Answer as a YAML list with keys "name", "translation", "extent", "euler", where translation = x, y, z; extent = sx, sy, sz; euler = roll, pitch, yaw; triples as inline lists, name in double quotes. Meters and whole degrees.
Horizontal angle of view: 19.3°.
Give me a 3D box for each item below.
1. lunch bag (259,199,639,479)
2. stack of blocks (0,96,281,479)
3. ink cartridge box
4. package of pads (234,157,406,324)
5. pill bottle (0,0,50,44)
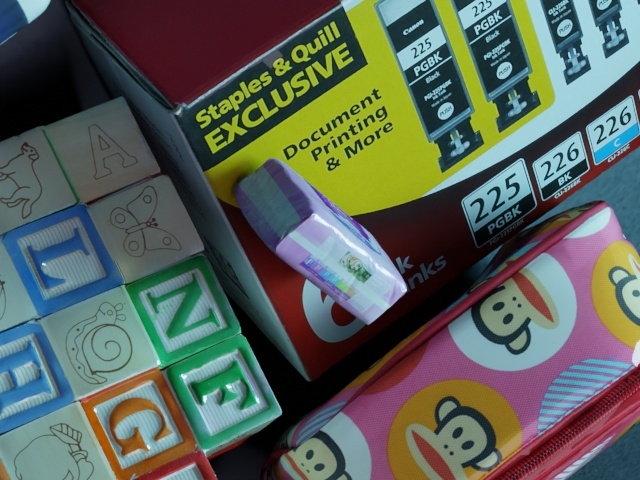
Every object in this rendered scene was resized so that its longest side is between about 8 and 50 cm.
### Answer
- name: "lunch bag"
  translation: [0.063, 0.102, 1.040]
  extent: [0.258, 0.120, 0.293]
  euler: [-36, 175, -7]
- name: "stack of blocks"
  translation: [-0.110, 0.103, 0.882]
  extent: [0.171, 0.297, 0.087]
  euler: [-23, 170, -21]
- name: "ink cartridge box"
  translation: [0.046, -0.129, 0.944]
  extent: [0.309, 0.130, 0.272]
  euler: [-35, 135, -10]
- name: "package of pads"
  translation: [0.000, 0.000, 0.875]
  extent: [0.032, 0.050, 0.083]
  euler: [-43, 135, 10]
- name: "pill bottle"
  translation: [-0.176, -0.115, 0.812]
  extent: [0.169, 0.094, 0.094]
  euler: [-39, 136, -7]
